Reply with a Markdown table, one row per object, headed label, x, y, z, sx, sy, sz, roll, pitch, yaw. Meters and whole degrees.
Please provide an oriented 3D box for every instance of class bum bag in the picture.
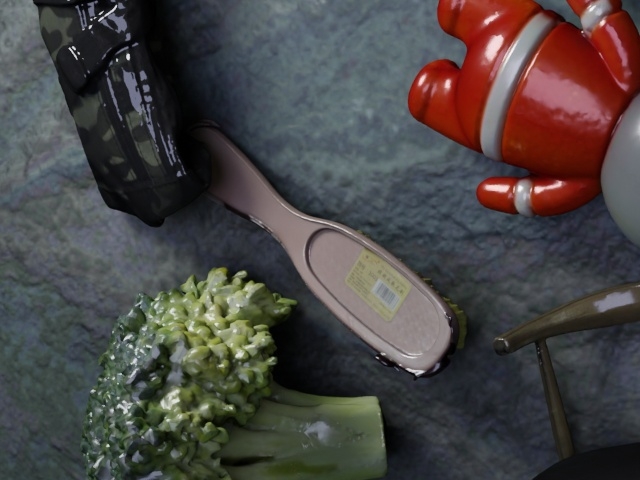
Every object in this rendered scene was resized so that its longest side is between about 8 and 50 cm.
| label | x | y | z | sx | sy | sz | roll | pitch | yaw |
| --- | --- | --- | --- | --- | --- | --- | --- | --- | --- |
| bum bag | -0.179 | -0.174 | 1.360 | 0.144 | 0.095 | 0.341 | -16 | 90 | 49 |

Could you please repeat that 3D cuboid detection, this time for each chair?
| label | x | y | z | sx | sy | sz | roll | pitch | yaw |
| --- | --- | --- | --- | --- | --- | --- | --- | --- | --- |
| chair | 0.232 | 0.172 | 1.188 | 0.188 | 0.166 | 0.272 | -13 | 90 | 23 |

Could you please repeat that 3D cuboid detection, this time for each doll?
| label | x | y | z | sx | sy | sz | roll | pitch | yaw |
| --- | --- | --- | --- | --- | --- | --- | --- | --- | --- |
| doll | 0.222 | -0.078 | 1.204 | 0.336 | 0.105 | 0.200 | 29 | 117 | 25 |

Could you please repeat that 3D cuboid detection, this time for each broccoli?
| label | x | y | z | sx | sy | sz | roll | pitch | yaw |
| --- | --- | --- | --- | --- | --- | --- | --- | --- | --- |
| broccoli | -0.066 | 0.156 | 1.323 | 0.243 | 0.263 | 0.247 | 0 | 131 | -2 |

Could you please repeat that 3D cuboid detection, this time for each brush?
| label | x | y | z | sx | sy | sz | roll | pitch | yaw |
| --- | --- | --- | --- | --- | --- | --- | --- | --- | --- |
| brush | 0.000 | 0.001 | 1.335 | 0.313 | 0.067 | 0.072 | 38 | 110 | 27 |
